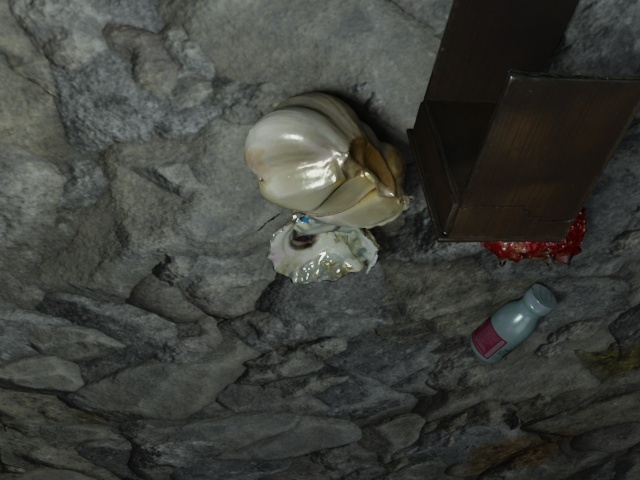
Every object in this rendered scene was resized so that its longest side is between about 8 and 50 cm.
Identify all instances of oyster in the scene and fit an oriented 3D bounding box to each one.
[{"bbox_3d":[0.000,0.000,1.191,0.223,0.083,0.214,-13,135,15],"label":"oyster"}]

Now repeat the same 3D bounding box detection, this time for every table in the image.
[{"bbox_3d":[0.264,-0.178,0.897,0.196,0.250,0.282,1,139,-8],"label":"table"}]

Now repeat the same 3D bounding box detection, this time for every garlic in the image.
[{"bbox_3d":[-0.001,-0.123,0.992,0.203,0.184,0.281,-22,159,36],"label":"garlic"}]

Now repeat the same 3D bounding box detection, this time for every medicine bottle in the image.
[{"bbox_3d":[0.432,0.187,1.446,0.090,0.090,0.216,15,133,-23],"label":"medicine bottle"}]

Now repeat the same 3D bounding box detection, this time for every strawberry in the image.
[{"bbox_3d":[0.374,-0.050,1.120,0.187,0.184,0.201,12,102,12],"label":"strawberry"}]
